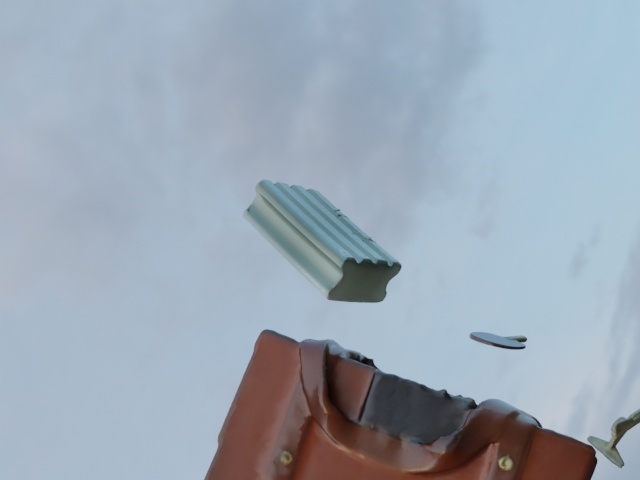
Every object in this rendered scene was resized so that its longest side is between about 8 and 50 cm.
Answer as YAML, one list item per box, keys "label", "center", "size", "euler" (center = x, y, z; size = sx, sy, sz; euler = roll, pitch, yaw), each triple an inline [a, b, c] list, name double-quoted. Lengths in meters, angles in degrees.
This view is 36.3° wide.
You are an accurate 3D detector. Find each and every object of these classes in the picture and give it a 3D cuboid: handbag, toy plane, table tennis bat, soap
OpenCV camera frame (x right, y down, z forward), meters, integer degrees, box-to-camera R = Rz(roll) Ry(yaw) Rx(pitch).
- label: "handbag"
  center: [0.008, 0.137, 0.341]
  size: [0.063, 0.127, 0.190]
  euler: [42, -113, -70]
- label: "toy plane"
  center: [0.488, 0.196, 1.315]
  size: [0.286, 0.092, 0.108]
  euler: [-29, -43, -17]
- label: "table tennis bat"
  center: [0.309, 0.167, 1.640]
  size: [0.156, 0.087, 0.013]
  euler: [6, -84, -54]
- label: "soap"
  center: [0.000, 0.000, 1.296]
  size: [0.119, 0.198, 0.066]
  euler: [9, -63, -47]
